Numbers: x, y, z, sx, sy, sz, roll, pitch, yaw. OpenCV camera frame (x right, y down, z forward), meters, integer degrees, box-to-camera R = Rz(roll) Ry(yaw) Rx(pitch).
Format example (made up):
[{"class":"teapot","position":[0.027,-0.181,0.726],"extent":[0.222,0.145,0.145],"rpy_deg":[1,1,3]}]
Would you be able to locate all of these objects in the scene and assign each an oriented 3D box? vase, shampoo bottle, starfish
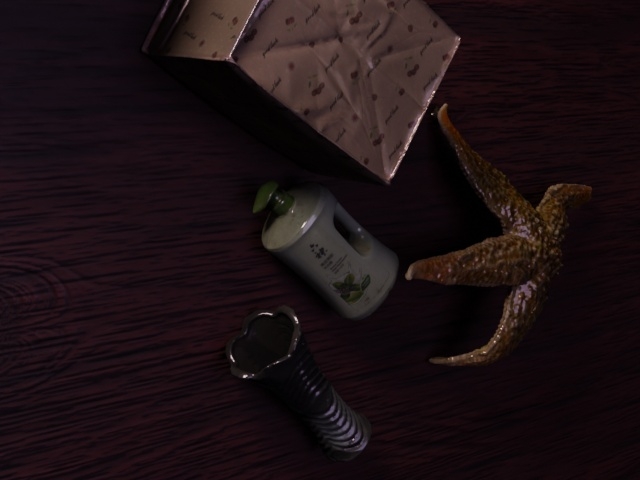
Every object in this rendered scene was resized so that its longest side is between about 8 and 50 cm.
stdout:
[{"class":"vase","position":[-0.018,0.200,1.425],"extent":[0.115,0.115,0.237],"rpy_deg":[-53,130,-20]},{"class":"shampoo bottle","position":[0.000,0.000,1.407],"extent":[0.234,0.087,0.118],"rpy_deg":[43,73,-36]},{"class":"starfish","position":[0.267,0.004,1.615],"extent":[0.384,0.132,0.398],"rpy_deg":[34,73,-34]}]

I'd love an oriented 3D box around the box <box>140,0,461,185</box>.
[{"class":"box","position":[-0.017,-0.236,1.288],"extent":[0.297,0.190,0.225],"rpy_deg":[33,78,-38]}]
